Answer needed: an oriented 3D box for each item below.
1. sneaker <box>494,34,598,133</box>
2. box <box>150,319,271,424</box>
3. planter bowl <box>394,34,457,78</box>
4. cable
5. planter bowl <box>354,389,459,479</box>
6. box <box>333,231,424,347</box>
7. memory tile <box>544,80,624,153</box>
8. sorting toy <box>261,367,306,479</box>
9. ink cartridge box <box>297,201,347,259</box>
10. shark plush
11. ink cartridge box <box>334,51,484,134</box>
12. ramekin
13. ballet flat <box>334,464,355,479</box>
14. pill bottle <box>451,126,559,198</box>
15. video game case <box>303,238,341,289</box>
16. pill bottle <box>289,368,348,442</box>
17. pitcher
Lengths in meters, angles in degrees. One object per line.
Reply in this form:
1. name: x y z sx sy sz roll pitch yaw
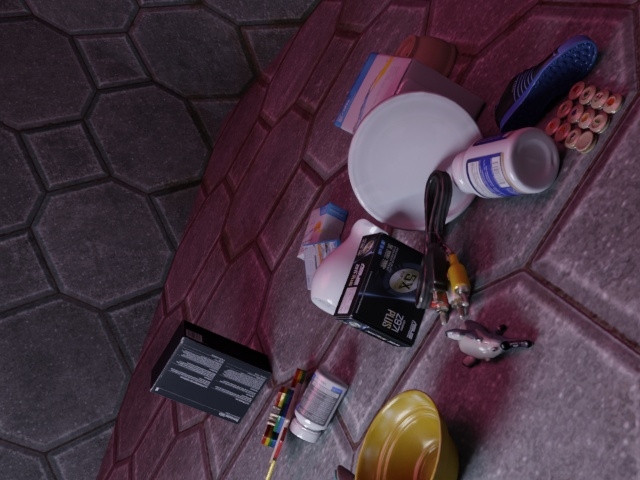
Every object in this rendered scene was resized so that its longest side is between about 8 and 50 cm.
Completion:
1. sneaker: 0.400 -0.293 1.343 0.232 0.081 0.090 -49 32 36
2. box: -0.290 0.349 1.941 0.184 0.261 0.103 -57 22 13
3. planter bowl: 0.248 -0.446 1.844 0.162 0.109 0.162 -50 24 33
4. cable: 0.225 0.016 1.363 0.139 0.072 0.287 126 152 -58
5. planter bowl: 0.151 0.351 1.146 0.217 0.090 0.217 -49 25 32
6. box: 0.129 0.096 1.423 0.077 0.147 0.180 -12 53 64
7. memory tile: 0.441 -0.210 1.244 0.113 0.012 0.148 -58 22 13
8. sorting toy: -0.093 0.402 1.620 0.274 0.046 0.132 -68 -2 -62
9. ink cartridge box: 0.000 0.000 1.958 0.104 0.061 0.181 -24 44 58
10. shark plush: 0.267 0.150 1.172 0.067 0.073 0.161 -39 5 -26
11. ink cartridge box: 0.191 -0.287 1.658 0.197 0.198 0.270 -62 21 8
12. ramekin: 0.184 -0.163 1.463 0.273 0.273 0.127 -58 9 12
13. ballet flat: 0.073 0.464 1.252 0.068 0.072 0.213 -28 31 11
14. pill bottle: 0.318 -0.131 1.301 0.186 0.112 0.112 -2 63 66
15. video game case: 0.007 0.063 1.838 0.166 0.015 0.119 -9 86 60
16. pill bottle: -0.006 0.346 1.537 0.137 0.078 0.078 -62 21 2
17. pitcher: 0.061 0.072 1.680 0.207 0.125 0.178 -59 -2 -20
